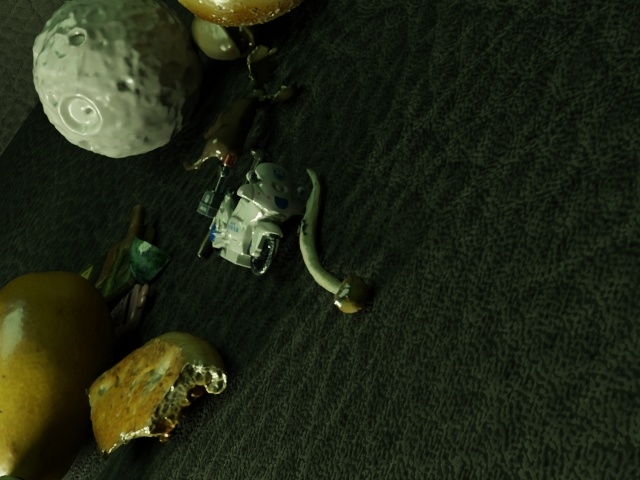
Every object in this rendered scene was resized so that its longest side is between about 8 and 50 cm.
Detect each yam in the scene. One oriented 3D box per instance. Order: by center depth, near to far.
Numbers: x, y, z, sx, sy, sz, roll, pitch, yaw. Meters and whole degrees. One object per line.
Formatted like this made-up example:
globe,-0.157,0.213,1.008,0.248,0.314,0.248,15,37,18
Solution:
yam,-0.341,-0.018,1.620,0.032,0.032,0.145,-47,25,24

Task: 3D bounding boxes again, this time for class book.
book,-0.408,0.075,1.657,0.228,0.024,0.160,-30,32,31

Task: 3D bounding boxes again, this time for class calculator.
calculator,-0.342,0.133,1.546,0.166,0.024,0.103,-40,33,37

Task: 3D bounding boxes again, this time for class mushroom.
mushroom,0.002,0.002,1.097,0.068,0.043,0.306,-36,31,8

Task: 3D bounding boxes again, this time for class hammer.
hammer,-0.138,-0.057,1.391,0.201,0.021,0.078,-58,28,4

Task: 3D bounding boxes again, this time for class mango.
mango,-0.465,0.236,1.448,0.264,0.221,0.378,-16,63,52

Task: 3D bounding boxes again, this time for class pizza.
pizza,-0.242,0.218,1.250,0.365,0.074,0.182,-25,42,46

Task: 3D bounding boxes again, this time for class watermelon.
watermelon,-0.300,0.037,1.555,0.085,0.085,0.061,-41,-7,31

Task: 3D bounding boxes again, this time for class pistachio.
pistachio,-0.182,-0.399,1.694,0.124,0.124,0.185,-56,36,8

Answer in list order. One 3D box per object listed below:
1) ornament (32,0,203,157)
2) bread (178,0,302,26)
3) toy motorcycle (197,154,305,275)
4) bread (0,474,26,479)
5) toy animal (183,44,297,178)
ornament,-0.404,-0.326,1.749,0.337,0.337,0.337,-39,34,34
bread,-0.127,-0.492,1.573,0.305,0.159,0.305,-10,41,9
toy motorcycle,-0.099,-0.038,1.233,0.221,0.102,0.150,19,93,61
bread,-0.425,0.470,1.241,0.207,0.056,0.286,-26,67,41
toy animal,-0.122,-0.200,1.426,0.186,0.093,0.214,-47,17,42
